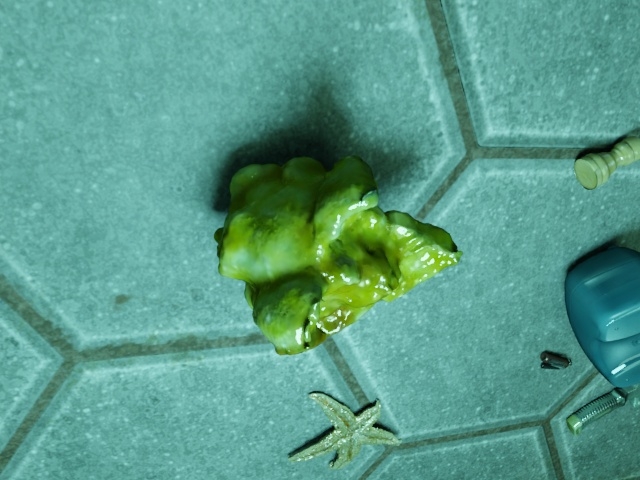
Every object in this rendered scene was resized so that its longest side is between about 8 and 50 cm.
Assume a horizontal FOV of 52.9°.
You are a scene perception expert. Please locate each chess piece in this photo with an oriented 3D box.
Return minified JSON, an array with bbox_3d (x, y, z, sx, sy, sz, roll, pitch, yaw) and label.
[{"bbox_3d":[0.546,-0.149,1.213,0.122,0.066,0.066,-27,129,-10],"label":"chess piece"}]

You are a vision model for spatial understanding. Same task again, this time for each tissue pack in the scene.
[{"bbox_3d":[0.636,0.155,1.375,0.198,0.206,0.287,-27,128,9],"label":"tissue pack"}]

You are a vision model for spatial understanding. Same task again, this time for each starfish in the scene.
[{"bbox_3d":[0.043,0.431,1.416,0.231,0.048,0.295,-44,127,11],"label":"starfish"}]

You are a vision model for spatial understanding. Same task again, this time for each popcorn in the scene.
[{"bbox_3d":[0.006,-0.008,0.950,0.321,0.290,0.326,-29,154,-21],"label":"popcorn"}]

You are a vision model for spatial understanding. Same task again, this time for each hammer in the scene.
[{"bbox_3d":[0.761,0.438,1.716,0.226,0.041,0.159,-30,128,0],"label":"hammer"}]

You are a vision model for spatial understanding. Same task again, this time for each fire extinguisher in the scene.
[{"bbox_3d":[0.563,0.297,1.544,0.100,0.032,0.046,19,104,-25],"label":"fire extinguisher"}]
